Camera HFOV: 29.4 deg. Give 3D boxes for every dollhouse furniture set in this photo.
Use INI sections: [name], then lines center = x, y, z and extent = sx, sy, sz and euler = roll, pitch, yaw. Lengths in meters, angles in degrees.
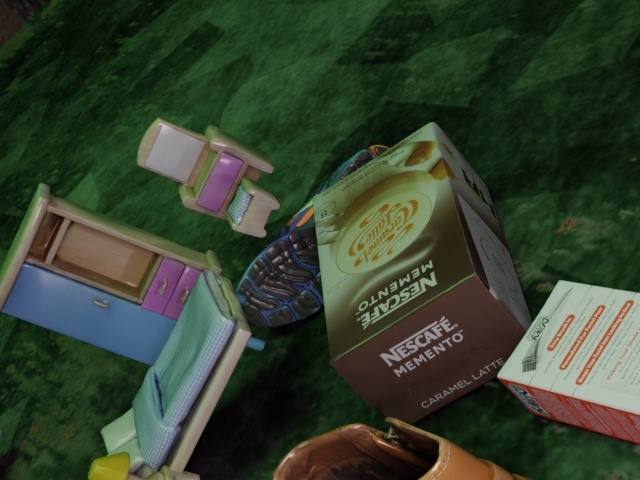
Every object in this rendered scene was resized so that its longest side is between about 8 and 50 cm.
[dollhouse furniture set]
center = -0.171, 0.049, 1.110
extent = 0.286, 0.198, 0.303
euler = -63, 21, 14

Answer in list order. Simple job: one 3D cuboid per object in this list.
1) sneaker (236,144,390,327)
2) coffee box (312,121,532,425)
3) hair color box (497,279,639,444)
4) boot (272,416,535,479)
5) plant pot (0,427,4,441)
[sneaker]
center = 0.000, 0.000, 1.212
extent = 0.221, 0.083, 0.087
euler = -45, 10, -6
[coffee box]
center = 0.082, 0.023, 1.039
extent = 0.141, 0.098, 0.246
euler = -34, 30, 16
[hair color box]
center = 0.214, 0.086, 0.838
extent = 0.167, 0.053, 0.093
euler = 10, 59, 54
[boot]
center = 0.130, 0.163, 0.660
extent = 0.283, 0.220, 0.109
euler = -14, 39, 41
[plant pot]
center = -0.516, 0.302, 1.271
extent = 0.247, 0.247, 0.252
euler = -25, 48, 28
